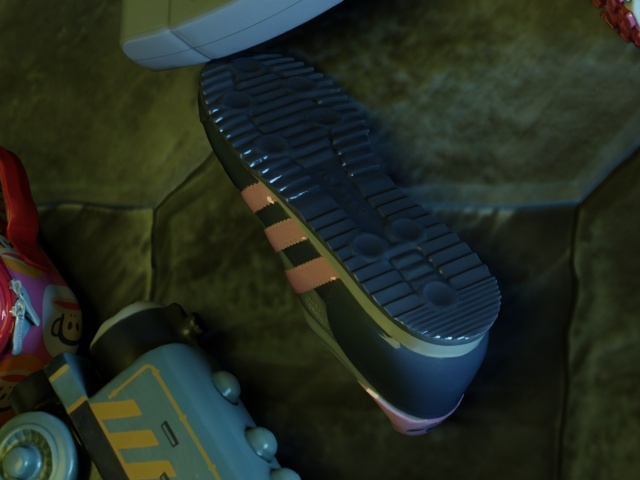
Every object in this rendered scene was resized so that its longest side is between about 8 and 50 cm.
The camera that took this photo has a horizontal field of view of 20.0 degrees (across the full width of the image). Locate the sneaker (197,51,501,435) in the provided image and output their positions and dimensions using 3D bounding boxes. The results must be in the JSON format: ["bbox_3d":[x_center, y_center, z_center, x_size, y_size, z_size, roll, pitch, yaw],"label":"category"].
[{"bbox_3d":[0.000,0.000,1.232,0.319,0.112,0.131,56,148,38],"label":"sneaker"}]

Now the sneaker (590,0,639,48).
[{"bbox_3d":[0.202,-0.266,1.103,0.112,0.121,0.299,-4,93,-2],"label":"sneaker"}]

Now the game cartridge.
[{"bbox_3d":[-0.023,-0.239,1.257,0.297,0.062,0.198,-25,46,32],"label":"game cartridge"}]

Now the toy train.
[{"bbox_3d":[-0.098,0.200,1.268,0.190,0.142,0.334,-40,61,12],"label":"toy train"}]

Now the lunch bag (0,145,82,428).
[{"bbox_3d":[-0.314,0.038,1.442,0.258,0.120,0.293,-54,54,16],"label":"lunch bag"}]
